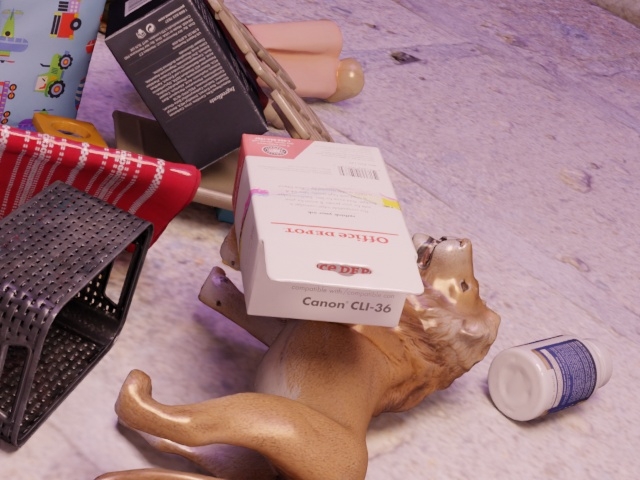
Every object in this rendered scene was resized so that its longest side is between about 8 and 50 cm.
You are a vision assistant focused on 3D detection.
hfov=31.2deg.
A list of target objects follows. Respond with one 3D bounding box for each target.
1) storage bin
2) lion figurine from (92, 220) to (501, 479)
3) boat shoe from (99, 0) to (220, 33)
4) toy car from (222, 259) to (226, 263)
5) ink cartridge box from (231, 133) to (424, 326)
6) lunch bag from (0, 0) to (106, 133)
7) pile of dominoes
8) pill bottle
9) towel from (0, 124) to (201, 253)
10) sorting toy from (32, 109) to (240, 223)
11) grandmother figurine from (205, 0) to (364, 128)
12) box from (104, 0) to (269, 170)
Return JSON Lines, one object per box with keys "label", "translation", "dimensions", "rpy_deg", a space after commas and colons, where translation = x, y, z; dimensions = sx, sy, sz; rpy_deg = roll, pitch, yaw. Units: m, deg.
{"label": "storage bin", "translation": [-0.203, 0.047, 0.831], "dimensions": [0.084, 0.122, 0.180], "rpy_deg": [24, 27, 5]}
{"label": "lion figurine", "translation": [-0.005, 0.114, 0.876], "dimensions": [0.240, 0.142, 0.392], "rpy_deg": [30, 41, 0]}
{"label": "boat shoe", "translation": [-0.285, -0.334, 1.480], "dimensions": [0.324, 0.122, 0.120], "rpy_deg": [24, 32, 6]}
{"label": "toy car", "translation": [-0.058, 0.036, 1.047], "dimensions": [0.122, 0.040, 0.060], "rpy_deg": [38, 31, 28]}
{"label": "ink cartridge box", "translation": [0.000, 0.000, 0.845], "dimensions": [0.115, 0.067, 0.198], "rpy_deg": [5, 32, -11]}
{"label": "lunch bag", "translation": [-0.359, -0.212, 1.086], "dimensions": [0.138, 0.221, 0.293], "rpy_deg": [35, 30, 26]}
{"label": "pile of dominoes", "translation": [-0.042, -0.142, 1.247], "dimensions": [0.196, 0.040, 0.251], "rpy_deg": [58, 9, 23]}
{"label": "pill bottle", "translation": [0.215, 0.123, 1.056], "dimensions": [0.120, 0.067, 0.067], "rpy_deg": [-7, 38, -43]}
{"label": "towel", "translation": [-0.251, -0.046, 0.935], "dimensions": [0.275, 0.199, 0.031], "rpy_deg": [11, 70, -20]}
{"label": "sorting toy", "translation": [-0.127, -0.066, 1.181], "dimensions": [0.347, 0.047, 0.196], "rpy_deg": [14, 21, -20]}
{"label": "grandmother figurine", "translation": [-0.099, -0.234, 1.416], "dimensions": [0.342, 0.104, 0.208], "rpy_deg": [-9, 54, -50]}
{"label": "box", "translation": [-0.133, -0.174, 1.137], "dimensions": [0.158, 0.093, 0.156], "rpy_deg": [58, 6, -24]}
